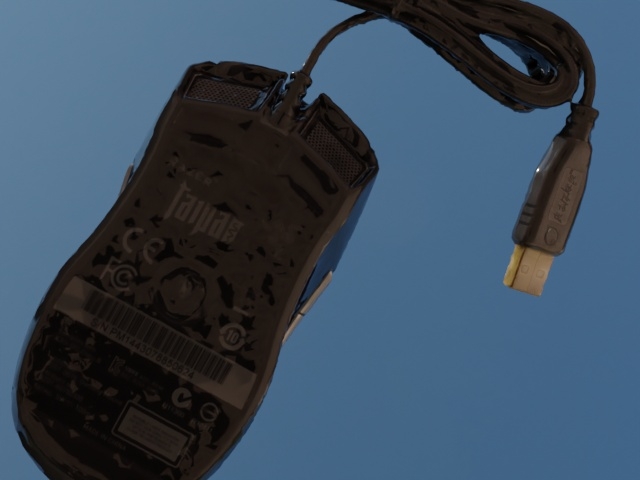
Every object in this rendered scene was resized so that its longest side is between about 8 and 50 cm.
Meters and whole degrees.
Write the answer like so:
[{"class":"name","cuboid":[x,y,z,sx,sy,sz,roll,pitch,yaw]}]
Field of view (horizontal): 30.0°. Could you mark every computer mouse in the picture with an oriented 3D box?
[{"class":"computer mouse","cuboid":[0.000,0.000,0.492,0.184,0.060,0.262,23,-94,0]}]
